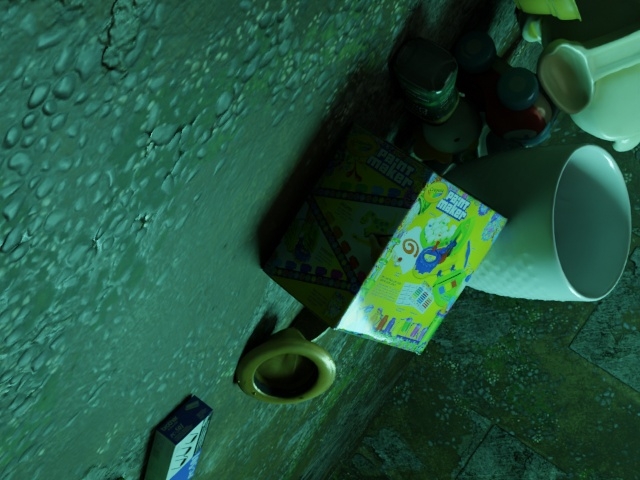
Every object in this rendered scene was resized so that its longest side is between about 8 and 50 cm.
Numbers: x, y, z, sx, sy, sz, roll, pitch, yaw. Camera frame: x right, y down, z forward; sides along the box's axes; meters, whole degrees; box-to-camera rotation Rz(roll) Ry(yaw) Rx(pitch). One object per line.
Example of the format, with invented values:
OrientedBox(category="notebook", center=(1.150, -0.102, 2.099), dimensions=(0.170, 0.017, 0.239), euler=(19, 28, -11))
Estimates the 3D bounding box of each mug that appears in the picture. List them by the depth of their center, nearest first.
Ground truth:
OrientedBox(category="mug", center=(0.387, -0.020, 1.815), dimensions=(0.374, 0.328, 0.276), euler=(18, 77, -44))

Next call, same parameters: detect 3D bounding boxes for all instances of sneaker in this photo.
OrientedBox(category="sneaker", center=(0.011, 0.151, 1.964), dimensions=(0.192, 0.064, 0.086), euler=(-53, 161, -26))
OrientedBox(category="sneaker", center=(0.344, -0.185, 2.209), dimensions=(0.447, 0.169, 0.257), euler=(-45, 173, -12))

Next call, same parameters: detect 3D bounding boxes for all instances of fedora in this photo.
OrientedBox(category="fedora", center=(-0.064, 0.221, 1.776), dimensions=(0.079, 0.194, 0.194), euler=(-94, -162, -44))

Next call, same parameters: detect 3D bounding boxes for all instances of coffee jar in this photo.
OrientedBox(category="coffee jar", center=(0.171, -0.247, 1.542), dimensions=(0.079, 0.096, 0.184), euler=(-56, 165, -4))

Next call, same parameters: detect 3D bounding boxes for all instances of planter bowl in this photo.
OrientedBox(category="planter bowl", center=(0.352, -0.447, 1.614), dimensions=(0.090, 0.217, 0.217), euler=(-23, 175, 17))

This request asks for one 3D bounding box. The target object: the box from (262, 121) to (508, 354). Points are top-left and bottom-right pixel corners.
OrientedBox(category="box", center=(0.113, 0.006, 1.571), dimensions=(0.279, 0.177, 0.290), euler=(-57, 145, 7))

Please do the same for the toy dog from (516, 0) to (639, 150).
OrientedBox(category="toy dog", center=(0.537, -0.412, 1.877), dimensions=(0.284, 0.408, 0.395), euler=(-28, 133, 16))

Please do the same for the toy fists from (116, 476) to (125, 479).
OrientedBox(category="toy fists", center=(-0.318, 0.470, 1.430), dimensions=(0.279, 0.142, 0.096), euler=(-40, 159, -49))

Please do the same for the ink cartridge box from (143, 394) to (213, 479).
OrientedBox(category="ink cartridge box", center=(-0.242, 0.357, 1.627), dimensions=(0.097, 0.046, 0.207), euler=(-40, 160, -43))

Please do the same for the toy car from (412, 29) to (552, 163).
OrientedBox(category="toy car", center=(0.282, -0.221, 1.802), dimensions=(0.238, 0.210, 0.219), euler=(-44, 156, 5))
